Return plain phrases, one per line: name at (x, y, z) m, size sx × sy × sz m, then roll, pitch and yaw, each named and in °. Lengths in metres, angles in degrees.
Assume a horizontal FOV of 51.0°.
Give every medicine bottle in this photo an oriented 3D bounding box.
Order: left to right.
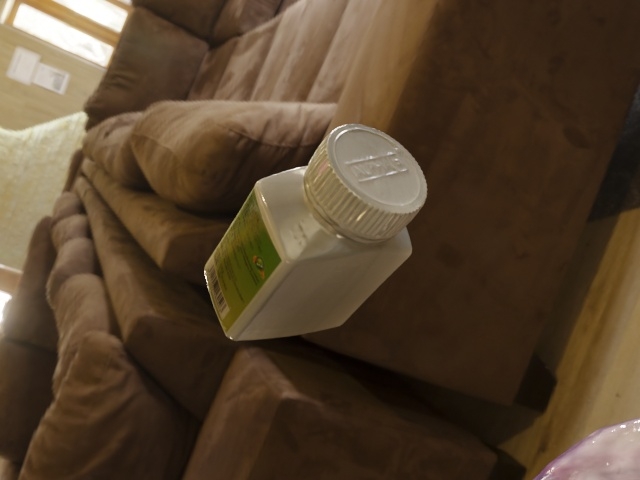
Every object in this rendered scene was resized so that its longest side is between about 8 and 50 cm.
medicine bottle at (0.000, 0.000, 0.552) m, size 0.188 × 0.132 × 0.088 m, roll -51°, pitch 51°, yaw 43°

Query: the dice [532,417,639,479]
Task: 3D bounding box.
dice at (0.268, 0.280, 0.391) m, size 0.270 × 0.271 × 0.270 m, roll -28°, pitch 19°, yaw 45°
